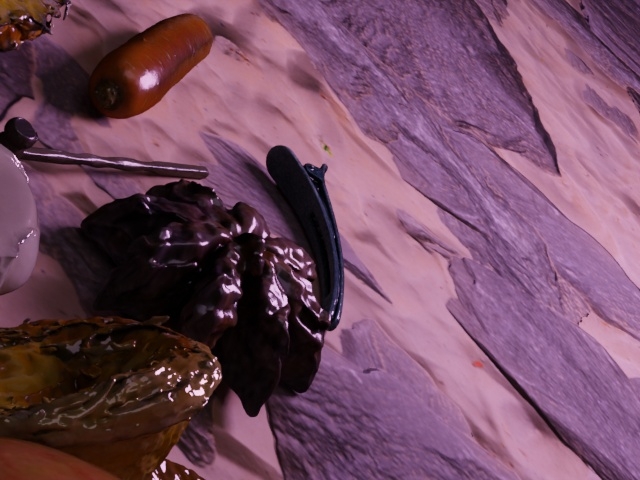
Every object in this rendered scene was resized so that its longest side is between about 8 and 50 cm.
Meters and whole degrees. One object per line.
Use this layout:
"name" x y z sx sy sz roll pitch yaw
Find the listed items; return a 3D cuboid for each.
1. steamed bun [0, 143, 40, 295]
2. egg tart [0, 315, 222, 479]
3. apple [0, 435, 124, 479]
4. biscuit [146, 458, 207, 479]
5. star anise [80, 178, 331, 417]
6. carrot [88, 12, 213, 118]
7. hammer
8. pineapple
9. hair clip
"steamed bun" -0.289 -0.016 1.148 0.183 0.106 0.183 28 31 -19
"egg tart" -0.183 0.112 1.064 0.232 0.098 0.252 10 18 30
"apple" -0.147 0.239 0.859 0.309 0.252 0.314 65 3 27
"biscuit" -0.105 0.250 1.085 0.262 0.037 0.262 32 29 -21
"star anise" -0.078 0.030 1.363 0.223 0.109 0.236 29 28 -33
"carrot" -0.165 -0.171 1.571 0.067 0.067 0.225 41 25 -4
"hammer" -0.186 -0.070 1.428 0.292 0.058 0.029 3 53 -58
"pineapple" -0.328 -0.246 1.492 0.221 0.047 0.221 28 30 -18
"hair clip" 0.000 0.000 1.575 0.070 0.039 0.229 23 34 -36
